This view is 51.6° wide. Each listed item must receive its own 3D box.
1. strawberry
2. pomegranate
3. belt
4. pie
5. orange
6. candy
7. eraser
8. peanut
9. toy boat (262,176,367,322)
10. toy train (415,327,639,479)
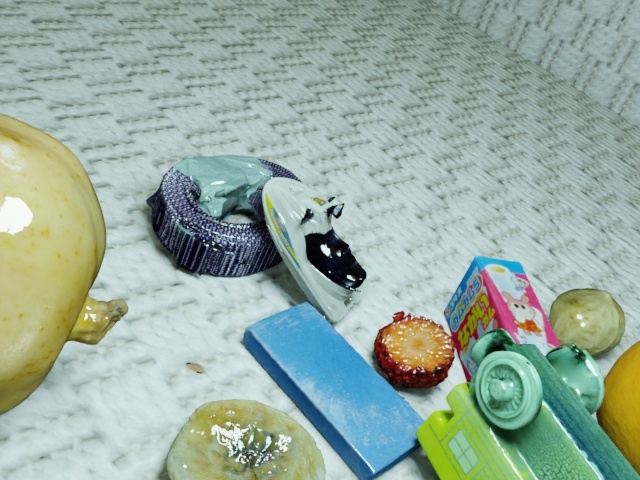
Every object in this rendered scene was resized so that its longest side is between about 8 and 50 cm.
[{"bbox_3d":[0.158,0.193,1.118,0.145,0.086,0.145,13,34,-9],"label":"strawberry"},{"bbox_3d":[-0.434,0.033,0.808,0.412,0.411,0.411,12,36,-9],"label":"pomegranate"},{"bbox_3d":[-0.164,-0.060,1.274,0.260,0.122,0.325,42,42,21],"label":"belt"},{"bbox_3d":[-0.106,0.291,0.901,0.218,0.052,0.185,-10,40,-37],"label":"pie"},{"bbox_3d":[0.583,0.285,1.018,0.312,0.312,0.312,12,36,-9],"label":"orange"},{"bbox_3d":[0.317,0.181,1.146,0.100,0.157,0.305,10,37,-12],"label":"candy"},{"bbox_3d":[0.021,0.227,1.048,0.144,0.042,0.312,-20,51,-40],"label":"eraser"},{"bbox_3d":[0.525,0.160,1.314,0.159,0.109,0.140,-15,36,-22],"label":"peanut"},{"bbox_3d":[-0.002,0.007,1.168,0.141,0.269,0.141,-21,14,5],"label":"toy boat"},{"bbox_3d":[0.298,0.333,0.842,0.179,0.272,0.442,7,37,-35],"label":"toy train"}]
